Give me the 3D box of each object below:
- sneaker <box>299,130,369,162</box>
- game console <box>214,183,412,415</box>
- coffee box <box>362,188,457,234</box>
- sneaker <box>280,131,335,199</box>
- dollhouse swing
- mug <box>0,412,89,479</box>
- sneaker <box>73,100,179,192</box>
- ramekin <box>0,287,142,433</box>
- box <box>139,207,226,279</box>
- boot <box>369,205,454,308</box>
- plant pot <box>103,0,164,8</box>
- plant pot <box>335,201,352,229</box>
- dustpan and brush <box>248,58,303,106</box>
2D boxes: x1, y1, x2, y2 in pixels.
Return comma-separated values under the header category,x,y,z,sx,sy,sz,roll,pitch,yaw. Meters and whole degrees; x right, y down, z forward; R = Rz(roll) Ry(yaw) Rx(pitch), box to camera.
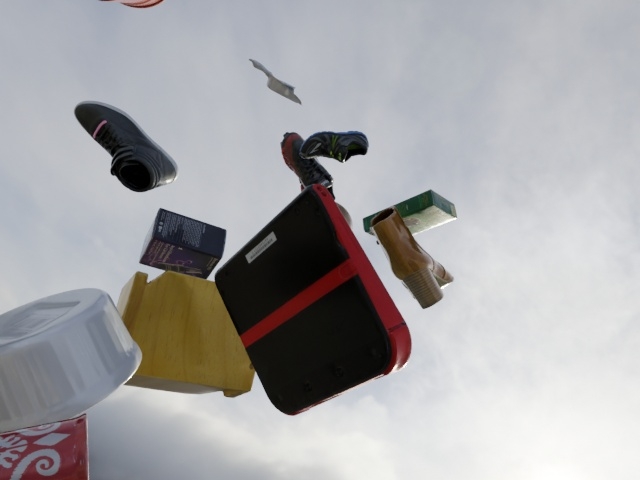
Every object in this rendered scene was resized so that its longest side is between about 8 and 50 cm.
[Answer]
category,x,y,z,sx,sy,sz,roll,pitch,yaw
sneaker,0.038,-0.245,1.424,0.188,0.078,0.067,-7,-39,-7
game console,-0.034,0.130,1.002,0.386,0.060,0.342,-38,-107,42
coffee box,0.202,-0.051,1.220,0.184,0.040,0.113,-24,-29,36
sneaker,-0.029,-0.213,1.673,0.135,0.097,0.276,29,-28,53
dollhouse swing,-0.372,0.253,1.389,0.346,0.315,0.305,17,-11,-29
mug,-0.302,0.226,0.490,0.169,0.113,0.150,-1,-22,-23
sneaker,-0.491,-0.230,1.311,0.295,0.147,0.104,39,-70,-10
ramekin,-0.454,0.187,0.893,0.277,0.277,0.135,-1,-69,40
box,-0.397,0.017,1.562,0.207,0.108,0.153,19,-41,-21
boot,0.194,0.024,1.165,0.104,0.295,0.211,-30,-93,12
plant pot,-0.538,-0.752,1.431,0.272,0.265,0.272,1,-62,1
plant pot,0.000,0.000,2.114,0.237,0.254,0.237,4,-58,6
dustpan and brush,-0.150,-0.525,1.772,0.211,0.147,0.060,22,-74,-23
